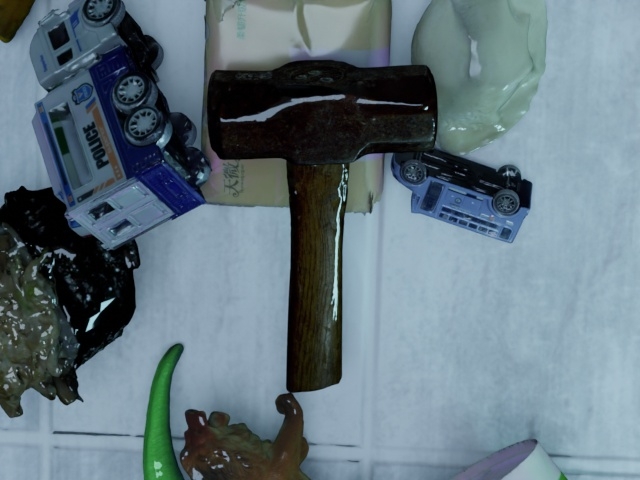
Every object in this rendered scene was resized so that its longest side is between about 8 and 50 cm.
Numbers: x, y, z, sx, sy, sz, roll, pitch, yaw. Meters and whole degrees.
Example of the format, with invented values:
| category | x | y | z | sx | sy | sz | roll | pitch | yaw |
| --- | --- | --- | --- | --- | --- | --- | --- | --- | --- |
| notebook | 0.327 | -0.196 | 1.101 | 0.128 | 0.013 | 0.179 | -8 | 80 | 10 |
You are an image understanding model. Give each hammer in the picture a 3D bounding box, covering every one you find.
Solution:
| category | x | y | z | sx | sy | sz | roll | pitch | yaw |
| --- | --- | --- | --- | --- | --- | --- | --- | --- | --- |
| hammer | 0.000 | 0.000 | 1.576 | 0.242 | 0.095 | 0.409 | 0 | 117 | -1 |

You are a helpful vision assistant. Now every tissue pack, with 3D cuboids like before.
| category | x | y | z | sx | sy | sz | roll | pitch | yaw |
| --- | --- | --- | --- | --- | --- | --- | --- | --- | --- |
| tissue pack | -0.030 | -0.166 | 1.619 | 0.215 | 0.123 | 0.257 | 3 | 109 | 1 |

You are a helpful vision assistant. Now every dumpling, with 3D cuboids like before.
| category | x | y | z | sx | sy | sz | roll | pitch | yaw |
| --- | --- | --- | --- | --- | --- | --- | --- | --- | --- |
| dumpling | 0.189 | -0.209 | 1.609 | 0.166 | 0.126 | 0.216 | -6 | 88 | -22 |

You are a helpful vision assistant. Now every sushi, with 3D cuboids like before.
| category | x | y | z | sx | sy | sz | roll | pitch | yaw |
| --- | --- | --- | --- | --- | --- | --- | --- | --- | --- |
| sushi | -0.340 | 0.066 | 1.610 | 0.238 | 0.218 | 0.225 | 47 | 134 | 15 |

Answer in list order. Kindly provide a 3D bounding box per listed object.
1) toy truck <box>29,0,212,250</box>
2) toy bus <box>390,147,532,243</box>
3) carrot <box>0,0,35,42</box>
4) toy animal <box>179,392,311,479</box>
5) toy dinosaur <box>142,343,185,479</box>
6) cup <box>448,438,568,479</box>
| category | x | y | z | sx | sy | sz | roll | pitch | yaw |
| --- | --- | --- | --- | --- | --- | --- | --- | --- | --- |
| toy truck | -0.237 | -0.139 | 1.575 | 0.155 | 0.124 | 0.268 | -29 | 58 | 8 |
| toy bus | 0.157 | -0.058 | 1.649 | 0.167 | 0.073 | 0.076 | 19 | 124 | 0 |
| carrot | -0.326 | -0.369 | 1.607 | 0.114 | 0.114 | 0.302 | 31 | 101 | -2 |
| toy animal | -0.043 | 0.305 | 1.685 | 0.157 | 0.097 | 0.312 | -40 | 97 | -28 |
| toy dinosaur | -0.079 | 0.408 | 1.736 | 0.374 | 0.144 | 0.500 | 25 | 67 | -38 |
| cup | 0.245 | 0.390 | 1.651 | 0.253 | 0.253 | 0.274 | -32 | 90 | 9 |
